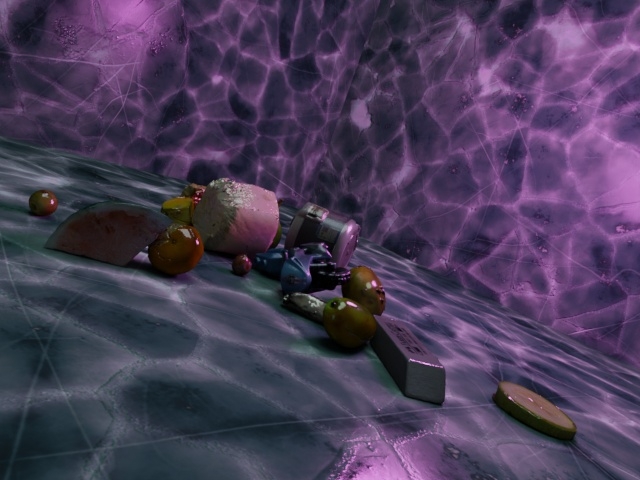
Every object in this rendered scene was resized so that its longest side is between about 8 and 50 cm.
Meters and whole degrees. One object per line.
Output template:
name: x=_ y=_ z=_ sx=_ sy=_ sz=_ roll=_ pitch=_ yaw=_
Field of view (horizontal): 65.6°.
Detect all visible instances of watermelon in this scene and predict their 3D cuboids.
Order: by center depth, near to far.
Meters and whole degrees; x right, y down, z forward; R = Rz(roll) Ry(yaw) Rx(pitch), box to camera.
watermelon: x=-0.571 y=-0.023 z=1.342 sx=0.260 sy=0.256 sz=0.176 roll=24 pitch=50 yaw=-26

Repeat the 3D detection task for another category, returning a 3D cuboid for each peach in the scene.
peach: x=-0.551 y=-0.104 z=1.936 sx=0.151 sy=0.151 sz=0.118 roll=19 pitch=-13 yaw=-7

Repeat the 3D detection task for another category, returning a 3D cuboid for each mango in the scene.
mango: x=0.084 y=0.231 z=1.345 sx=0.111 sy=0.125 sz=0.233 roll=23 pitch=-14 yaw=37

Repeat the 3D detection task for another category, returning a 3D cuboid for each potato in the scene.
potato: x=0.144 y=0.178 z=1.654 sx=0.140 sy=0.173 sz=0.300 roll=-20 pitch=9 yaw=-3

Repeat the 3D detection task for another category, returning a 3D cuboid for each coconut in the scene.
coconut: x=-0.297 y=-0.084 z=1.889 sx=0.309 sy=0.298 sz=0.297 roll=8 pitch=15 yaw=-43

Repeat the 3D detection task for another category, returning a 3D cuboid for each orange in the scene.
orange: x=-0.412 y=0.026 z=1.412 sx=0.156 sy=0.157 sz=0.134 roll=20 pitch=-32 yaw=-1

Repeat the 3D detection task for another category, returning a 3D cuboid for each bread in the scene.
bread: x=-0.471 y=-0.133 z=2.127 sx=0.114 sy=0.185 sz=0.274 roll=34 pitch=15 yaw=38

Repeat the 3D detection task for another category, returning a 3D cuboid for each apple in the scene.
apple: x=-0.840 y=-0.113 z=1.500 sx=0.083 sy=0.084 sz=0.071 roll=23 pitch=26 yaw=17

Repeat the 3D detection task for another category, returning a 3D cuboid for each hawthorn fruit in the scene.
hawthorn fruit: x=-0.253 y=0.066 z=1.646 sx=0.066 sy=0.103 sz=0.067 roll=27 pitch=12 yaw=-7

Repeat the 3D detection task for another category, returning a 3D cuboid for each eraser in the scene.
eraser: x=0.226 y=0.305 z=1.329 sx=0.111 sy=0.077 sz=0.352 roll=18 pitch=9 yaw=-15

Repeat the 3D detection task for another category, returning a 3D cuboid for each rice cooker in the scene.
rice cooker: x=-0.003 y=0.000 z=2.048 sx=0.276 sy=0.289 sz=0.288 roll=24 pitch=9 yaw=13

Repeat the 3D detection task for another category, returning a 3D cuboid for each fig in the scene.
fig: x=-0.217 y=-0.067 z=2.076 sx=0.159 sy=0.257 sz=0.159 roll=28 pitch=19 yaw=-11

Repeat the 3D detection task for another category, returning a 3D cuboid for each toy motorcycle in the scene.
toy motorcycle: x=-0.093 y=0.090 z=1.672 sx=0.232 sy=0.172 sz=0.416 roll=-4 pitch=13 yaw=-36

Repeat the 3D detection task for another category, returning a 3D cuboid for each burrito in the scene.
burrito: x=-0.009 y=0.207 z=1.462 sx=0.229 sy=0.063 sz=0.058 roll=24 pitch=37 yaw=16

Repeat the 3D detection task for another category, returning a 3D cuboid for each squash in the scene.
squash: x=0.578 y=0.451 z=1.336 sx=0.219 sy=0.041 sz=0.219 roll=20 pitch=9 yaw=-3

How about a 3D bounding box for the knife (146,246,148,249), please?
knife: x=-0.546 y=0.001 z=1.528 sx=0.331 sy=0.044 sz=0.080 roll=20 pitch=39 yaw=-15
